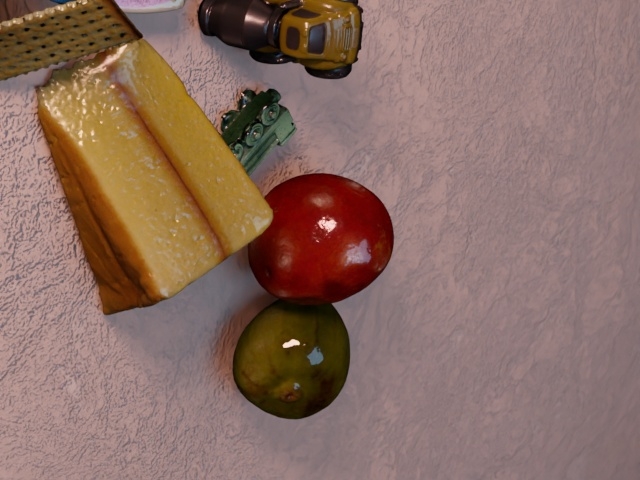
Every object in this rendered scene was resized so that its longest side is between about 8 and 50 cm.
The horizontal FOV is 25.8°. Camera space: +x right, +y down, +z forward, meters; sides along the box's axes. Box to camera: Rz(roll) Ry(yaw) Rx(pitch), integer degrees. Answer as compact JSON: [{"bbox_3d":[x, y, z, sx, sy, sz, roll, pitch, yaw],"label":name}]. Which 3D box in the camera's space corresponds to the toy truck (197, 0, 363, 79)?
[{"bbox_3d":[-0.057,-0.315,2.037,0.165,0.224,0.147,-22,126,-48],"label":"toy truck"}]

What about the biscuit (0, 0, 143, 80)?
[{"bbox_3d":[-0.352,-0.251,1.753,0.139,0.231,0.016,53,23,-70],"label":"biscuit"}]

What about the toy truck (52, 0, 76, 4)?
[{"bbox_3d":[-0.428,-0.394,1.624,0.385,0.162,0.161,16,99,-50],"label":"toy truck"}]

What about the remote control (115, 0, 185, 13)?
[{"bbox_3d":[-0.238,-0.472,1.851,0.145,0.050,0.344,-1,113,-22],"label":"remote control"}]

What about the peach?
[{"bbox_3d":[0.000,0.000,2.260,0.243,0.243,0.199,-44,130,-24],"label":"peach"}]

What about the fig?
[{"bbox_3d":[-0.047,0.181,2.360,0.225,0.203,0.203,-90,162,-44],"label":"fig"}]

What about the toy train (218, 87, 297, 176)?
[{"bbox_3d":[-0.114,-0.157,2.178,0.170,0.071,0.111,-50,146,-17],"label":"toy train"}]

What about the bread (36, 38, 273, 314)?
[{"bbox_3d":[-0.274,-0.104,2.036,0.233,0.245,0.362,-37,103,-28],"label":"bread"}]
